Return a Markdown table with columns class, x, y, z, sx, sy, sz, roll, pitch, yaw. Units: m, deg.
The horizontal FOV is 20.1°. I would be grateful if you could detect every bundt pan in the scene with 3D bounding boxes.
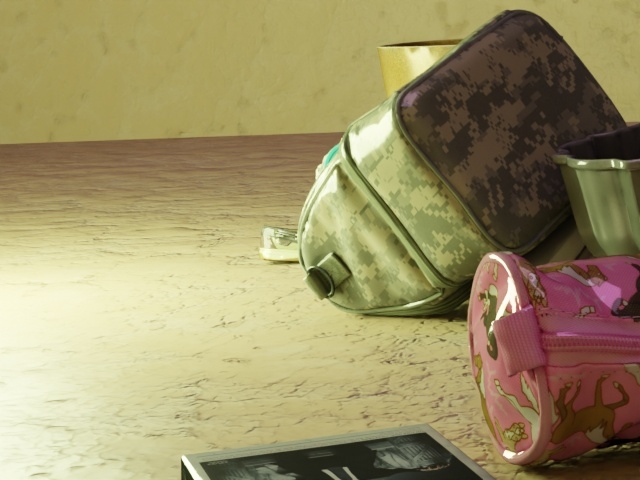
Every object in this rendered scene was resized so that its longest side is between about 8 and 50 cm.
| class | x | y | z | sx | sy | sz | roll | pitch | yaw |
| --- | --- | --- | --- | --- | --- | --- | --- | --- | --- |
| bundt pan | 0.384 | -0.043 | 1.663 | 0.331 | 0.124 | 0.331 | -7 | 8 | 1 |

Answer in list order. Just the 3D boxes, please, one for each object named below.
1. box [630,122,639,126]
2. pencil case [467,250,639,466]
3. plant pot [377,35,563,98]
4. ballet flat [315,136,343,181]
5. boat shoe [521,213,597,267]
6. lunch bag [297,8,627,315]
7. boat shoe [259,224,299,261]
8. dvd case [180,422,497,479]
| class | x | y | z | sx | sy | sz | roll | pitch | yaw |
| --- | --- | --- | --- | --- | --- | --- | --- | --- | --- |
| box | 0.542 | -0.136 | 2.325 | 0.318 | 0.097 | 0.395 | -17 | -4 | 13 |
| pencil case | 0.294 | 0.067 | 1.275 | 0.386 | 0.167 | 0.160 | -5 | 41 | -11 |
| plant pot | 0.199 | -0.132 | 2.324 | 0.237 | 0.254 | 0.237 | -4 | 9 | 1 |
| ballet flat | 0.195 | -0.044 | 2.139 | 0.409 | 0.147 | 0.147 | 10 | 13 | 22 |
| boat shoe | 0.277 | 0.008 | 1.898 | 0.096 | 0.088 | 0.267 | -32 | 9 | 36 |
| lunch bag | 0.133 | -0.067 | 1.856 | 0.256 | 0.212 | 0.305 | -34 | 5 | 47 |
| boat shoe | 0.000 | 0.000 | 2.206 | 0.152 | 0.049 | 0.056 | -2 | 7 | 1 |
| dvd case | 0.017 | 0.165 | 1.143 | 0.179 | 0.029 | 0.239 | -6 | 8 | -12 |
